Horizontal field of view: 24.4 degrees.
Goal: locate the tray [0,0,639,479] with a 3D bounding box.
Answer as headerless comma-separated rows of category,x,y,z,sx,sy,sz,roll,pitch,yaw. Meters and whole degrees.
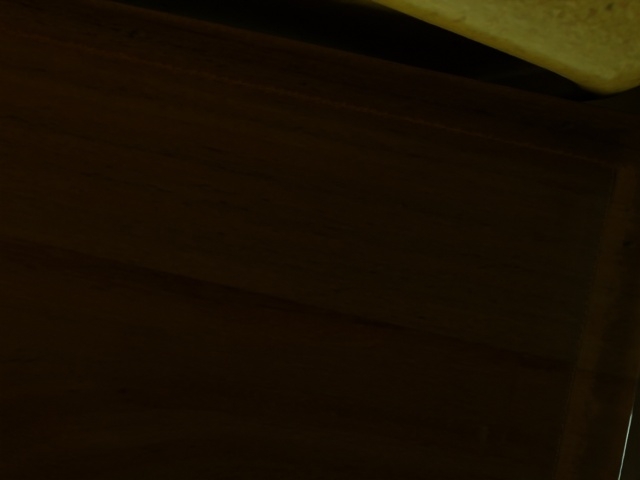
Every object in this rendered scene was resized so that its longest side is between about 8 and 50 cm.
tray,-0.134,0.028,0.378,0.411,0.203,0.076,13,172,1

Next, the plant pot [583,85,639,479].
plant pot,0.108,0.084,0.558,0.263,0.229,0.263,-13,157,-6

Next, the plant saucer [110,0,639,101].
plant saucer,-0.069,-0.100,0.406,0.333,0.081,0.333,16,173,-27
